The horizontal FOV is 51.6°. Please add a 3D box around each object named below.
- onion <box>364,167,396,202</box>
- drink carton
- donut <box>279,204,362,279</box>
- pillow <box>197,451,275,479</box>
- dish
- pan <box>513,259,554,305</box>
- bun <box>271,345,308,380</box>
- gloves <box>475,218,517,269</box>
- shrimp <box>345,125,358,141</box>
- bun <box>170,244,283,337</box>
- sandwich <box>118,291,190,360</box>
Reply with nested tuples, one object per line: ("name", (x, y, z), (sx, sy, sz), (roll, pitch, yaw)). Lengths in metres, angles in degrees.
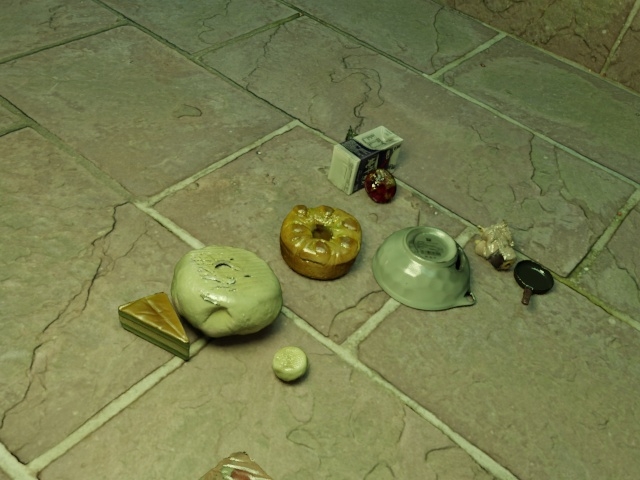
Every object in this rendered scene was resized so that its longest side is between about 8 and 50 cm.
("onion", (0.180, -0.166, 2.009), (0.107, 0.097, 0.107), (6, 78, -29))
("drink carton", (0.140, -0.252, 2.053), (0.222, 0.134, 0.102), (-29, 54, -36))
("donut", (-0.001, 0.001, 1.768), (0.227, 0.113, 0.226), (7, 43, -7))
("pillow", (-0.119, 0.509, 1.257), (0.248, 0.049, 0.135), (32, 45, 25))
("dish", (0.287, 0.051, 1.780), (0.303, 0.120, 0.302), (6, 43, -5))
("pan", (0.577, 0.128, 1.821), (0.115, 0.040, 0.212), (26, 37, 13))
("bun", (-0.068, 0.284, 1.501), (0.086, 0.054, 0.086), (-3, 39, 3))
("gloves", (0.505, 0.015, 1.886), (0.094, 0.110, 0.144), (-2, 73, -26))
("shrimp", (0.123, -0.324, 2.192), (0.091, 0.034, 0.160), (-8, 46, 1))
("bun", (-0.224, 0.123, 1.554), (0.273, 0.168, 0.272), (16, 31, -10))
("sandwich", (-0.374, 0.209, 1.491), (0.114, 0.079, 0.163), (-17, 52, -25))
